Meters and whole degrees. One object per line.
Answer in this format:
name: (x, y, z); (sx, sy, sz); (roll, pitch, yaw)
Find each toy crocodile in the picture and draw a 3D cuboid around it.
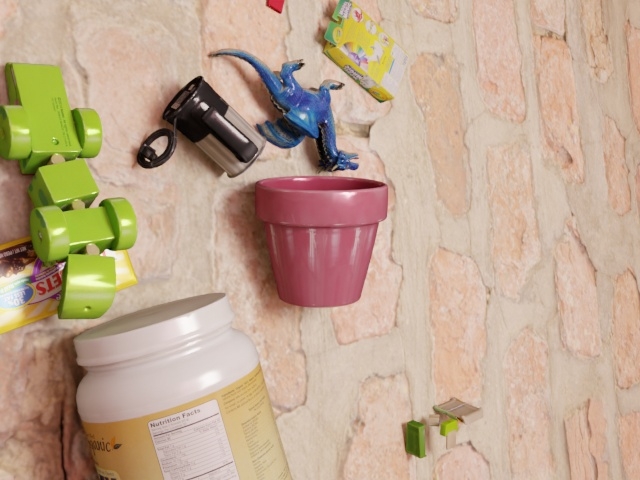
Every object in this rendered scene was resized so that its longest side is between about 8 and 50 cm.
toy crocodile: (-0.320, -0.069, 0.906); (0.115, 0.105, 0.340); (-12, 75, -40)

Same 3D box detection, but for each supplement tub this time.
supplement tub: (-0.167, 0.241, 0.915); (0.228, 0.228, 0.316); (-19, 95, -39)

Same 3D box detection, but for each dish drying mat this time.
dish drying mat: (-0.070, -0.422, 1.230); (0.032, 0.008, 0.083); (20, 71, -37)

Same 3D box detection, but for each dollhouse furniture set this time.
dollhouse furniture set: (0.223, 0.339, 1.327); (0.152, 0.076, 0.058); (-11, 103, -38)

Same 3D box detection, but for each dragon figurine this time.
dragon figurine: (-0.043, -0.201, 1.170); (0.289, 0.085, 0.144); (21, 70, -37)

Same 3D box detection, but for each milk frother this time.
milk frother: (-0.172, -0.135, 1.062); (0.143, 0.129, 0.135); (-42, 117, 11)

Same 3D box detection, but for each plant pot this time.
plant pot: (0.000, 0.000, 1.123); (0.201, 0.201, 0.180); (-7, 104, -40)

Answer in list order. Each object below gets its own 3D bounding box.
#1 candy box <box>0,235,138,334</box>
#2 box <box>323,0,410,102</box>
candy box: (-0.340, 0.040, 0.932); (0.206, 0.027, 0.105); (-22, 100, -39)
box: (0.077, -0.340, 1.318); (0.179, 0.043, 0.105); (36, 63, -33)
